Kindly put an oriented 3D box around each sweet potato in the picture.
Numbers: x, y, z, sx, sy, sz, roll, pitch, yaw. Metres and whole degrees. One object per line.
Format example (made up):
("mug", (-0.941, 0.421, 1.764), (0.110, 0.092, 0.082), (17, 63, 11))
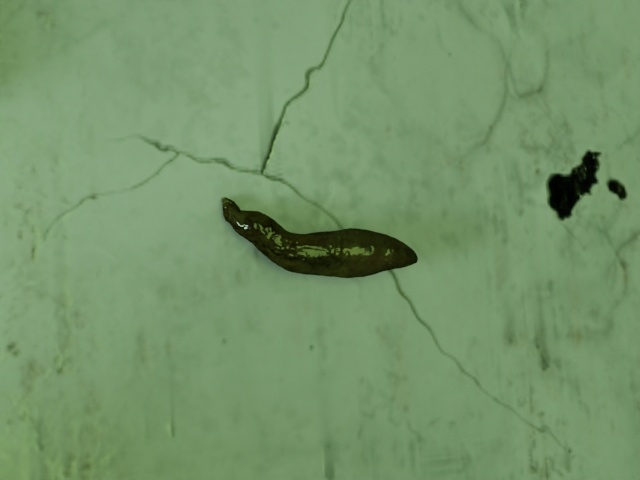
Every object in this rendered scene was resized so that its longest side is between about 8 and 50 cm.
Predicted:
("sweet potato", (-0.001, 0.005, 0.935), (0.153, 0.038, 0.041), (13, 54, -16))
